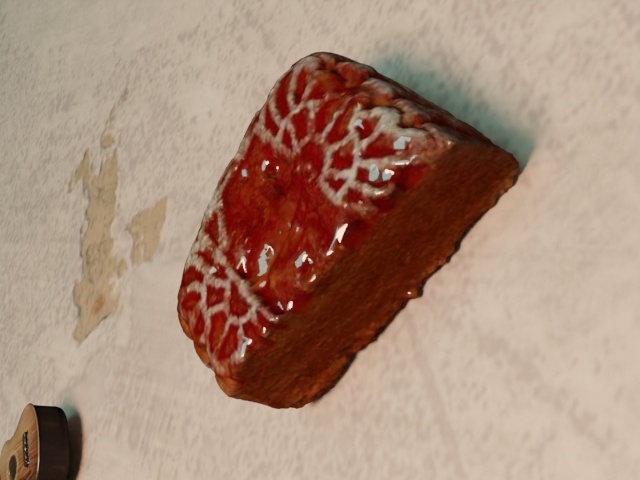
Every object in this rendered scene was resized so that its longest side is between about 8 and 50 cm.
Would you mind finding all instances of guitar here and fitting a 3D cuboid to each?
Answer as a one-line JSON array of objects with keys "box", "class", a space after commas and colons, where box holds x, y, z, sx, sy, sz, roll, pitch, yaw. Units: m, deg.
[{"box": [-0.312, 0.245, 1.082, 0.271, 0.038, 0.083, -42, 47, 42], "class": "guitar"}]

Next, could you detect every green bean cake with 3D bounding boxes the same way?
[{"box": [0.000, 0.000, 0.720, 0.232, 0.097, 0.198, -60, 37, 15], "class": "green bean cake"}]
